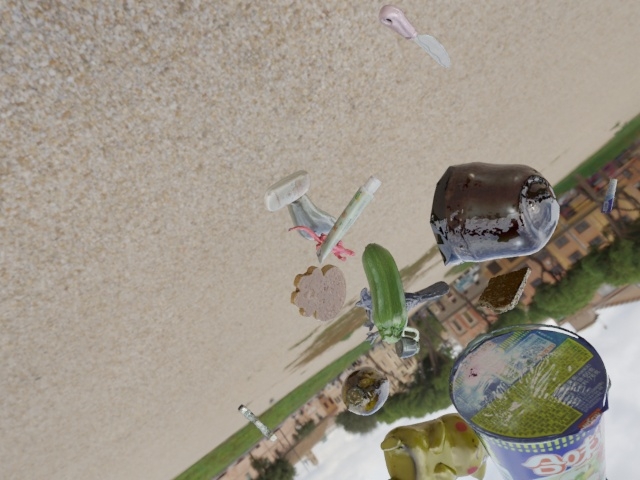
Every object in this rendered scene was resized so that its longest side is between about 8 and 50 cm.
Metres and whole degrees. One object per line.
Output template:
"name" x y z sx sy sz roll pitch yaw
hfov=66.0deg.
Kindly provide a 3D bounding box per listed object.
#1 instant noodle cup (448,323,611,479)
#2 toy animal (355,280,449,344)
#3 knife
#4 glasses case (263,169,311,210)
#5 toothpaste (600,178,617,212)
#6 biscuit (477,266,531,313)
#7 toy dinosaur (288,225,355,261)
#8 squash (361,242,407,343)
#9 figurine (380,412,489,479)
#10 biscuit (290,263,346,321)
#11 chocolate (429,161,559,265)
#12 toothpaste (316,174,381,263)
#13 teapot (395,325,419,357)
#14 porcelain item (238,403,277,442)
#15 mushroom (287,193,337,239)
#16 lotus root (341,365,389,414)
"instant noodle cup" 0.426 0.368 0.954 0.284 0.312 0.284 -21 -154 11
"toy animal" 0.193 0.196 1.362 0.367 0.081 0.205 2 133 -43
"knife" 0.301 -0.600 1.462 0.336 0.081 0.043 16 87 -39
"glasses case" -0.104 -0.162 1.585 0.204 0.051 0.081 -37 141 -37
"toothpaste" 0.681 -0.104 1.163 0.015 0.083 0.024 19 174 -31
"biscuit" 0.518 0.151 1.410 0.131 0.026 0.237 -28 -173 41
"toy dinosaur" 0.002 0.000 1.890 0.070 0.286 0.139 -66 -167 4
"squash" 0.135 0.105 1.026 0.077 0.219 0.068 5 151 -21
"figurine" 0.307 0.532 1.240 0.327 0.218 0.169 -6 174 -18
"biscuit" -0.004 0.180 1.691 0.289 0.044 0.202 8 91 -50
"chocolate" 0.605 -0.083 1.653 0.331 0.383 0.384 10 -155 41
"toothpaste" 0.080 -0.066 1.527 0.314 0.056 0.058 -54 160 16
"teapot" 0.367 0.426 2.036 0.091 0.092 0.124 3 124 -15
"porcelain item" -0.175 0.490 1.334 0.021 0.136 0.075 -47 -172 -20
"mushroom" -0.057 -0.118 1.954 0.159 0.122 0.328 -44 142 -6
"lotus root" 0.122 0.403 1.332 0.120 0.120 0.209 -43 163 21
